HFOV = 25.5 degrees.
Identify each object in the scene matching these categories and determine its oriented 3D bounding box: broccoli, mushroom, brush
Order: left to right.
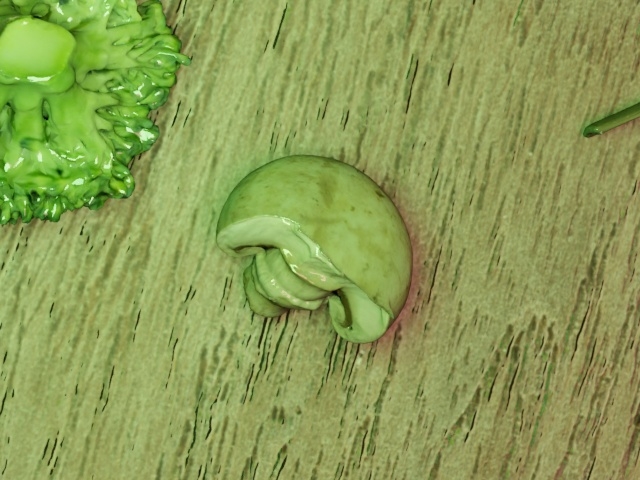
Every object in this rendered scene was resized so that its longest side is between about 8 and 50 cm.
[{"bbox_3d":[-0.329,-0.195,1.609,0.334,0.272,0.324,28,51,-10],"label":"broccoli"},{"bbox_3d":[0.000,0.000,1.749,0.254,0.195,0.189,39,54,-10],"label":"mushroom"},{"bbox_3d":[0.477,-0.208,1.892,0.282,0.054,0.048,-25,94,-10],"label":"brush"}]
